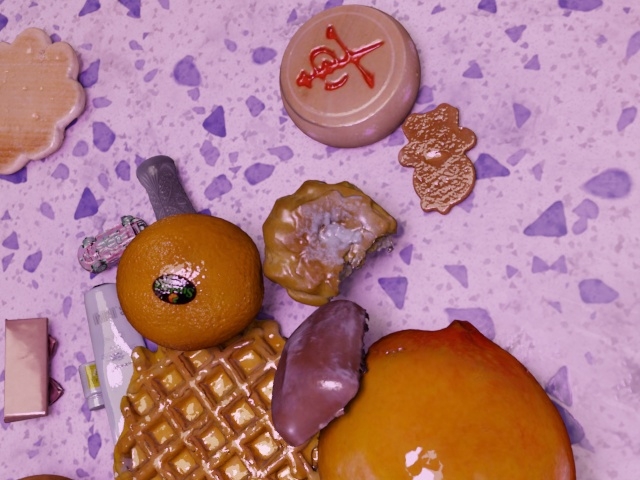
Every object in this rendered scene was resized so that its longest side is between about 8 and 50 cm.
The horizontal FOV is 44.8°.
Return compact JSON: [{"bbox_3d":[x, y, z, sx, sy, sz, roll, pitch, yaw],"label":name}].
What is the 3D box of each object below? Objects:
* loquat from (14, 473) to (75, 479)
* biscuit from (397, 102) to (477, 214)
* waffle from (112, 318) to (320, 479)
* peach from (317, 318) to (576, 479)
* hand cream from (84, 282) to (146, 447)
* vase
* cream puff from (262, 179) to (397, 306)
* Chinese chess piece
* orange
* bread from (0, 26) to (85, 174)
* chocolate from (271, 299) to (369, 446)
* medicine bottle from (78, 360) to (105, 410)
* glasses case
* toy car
[{"bbox_3d":[-0.468,0.509,1.260,0.263,0.263,0.263,-4,76,19],"label":"loquat"},{"bbox_3d":[0.201,-0.139,1.293,0.133,0.027,0.184,-27,72,11],"label":"biscuit"},{"bbox_3d":[-0.163,0.313,1.269,0.380,0.095,0.382,-1,74,12],"label":"waffle"},{"bbox_3d":[0.161,0.294,1.062,0.373,0.290,0.372,5,97,50],"label":"peach"},{"bbox_3d":[-0.352,0.225,1.388,0.109,0.067,0.320,-18,73,-7],"label":"hand cream"},{"bbox_3d":[-0.264,-0.051,1.407,0.096,0.096,0.219,-32,66,10],"label":"vase"},{"bbox_3d":[-0.004,-0.004,1.257,0.221,0.194,0.195,-40,67,-14],"label":"cream puff"},{"bbox_3d":[0.048,-0.284,1.343,0.251,0.097,0.251,-4,77,18],"label":"Chinese chess piece"},{"bbox_3d":[-0.204,0.065,1.223,0.236,0.236,0.236,-4,76,19],"label":"orange"},{"bbox_3d":[-0.615,-0.289,1.604,0.316,0.054,0.316,-5,76,20],"label":"bread"},{"bbox_3d":[-0.013,0.168,1.099,0.083,0.261,0.161,40,110,-12],"label":"chocolate"},{"bbox_3d":[-0.408,0.262,1.407,0.047,0.047,0.083,-24,71,13],"label":"medicine bottle"},{"bbox_3d":[-0.534,0.240,1.456,0.102,0.070,0.193,-4,73,-10],"label":"glasses case"},{"bbox_3d":[-0.384,0.010,1.453,0.142,0.055,0.069,-28,70,-3],"label":"toy car"}]
